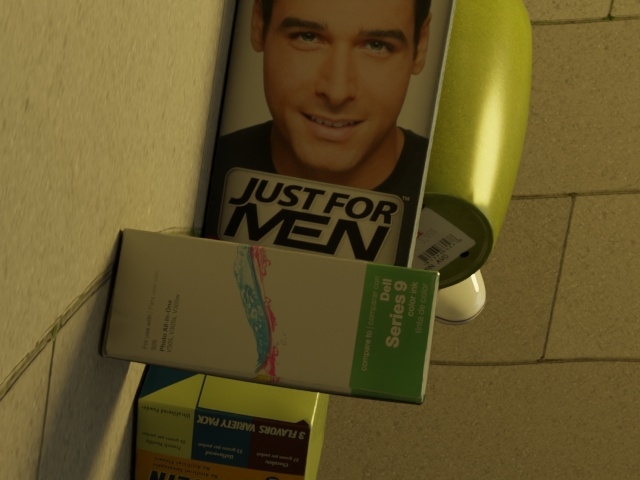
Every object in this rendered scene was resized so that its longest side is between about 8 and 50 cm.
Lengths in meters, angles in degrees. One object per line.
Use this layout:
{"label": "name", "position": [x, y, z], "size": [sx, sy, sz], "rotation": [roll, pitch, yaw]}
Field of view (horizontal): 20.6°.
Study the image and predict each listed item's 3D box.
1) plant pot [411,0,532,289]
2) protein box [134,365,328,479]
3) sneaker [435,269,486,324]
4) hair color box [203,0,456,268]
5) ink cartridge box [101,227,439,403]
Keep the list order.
{"label": "plant pot", "position": [0.095, -0.100, 1.772], "size": [0.293, 0.275, 0.275], "rotation": [-94, -173, -45]}
{"label": "protein box", "position": [-0.068, 0.151, 1.451], "size": [0.200, 0.136, 0.201], "rotation": [-77, 175, -53]}
{"label": "sneaker", "position": [0.098, -0.023, 2.053], "size": [0.102, 0.282, 0.161], "rotation": [-37, 176, -8]}
{"label": "hair color box", "position": [0.009, -0.108, 1.563], "size": [0.113, 0.185, 0.374], "rotation": [-58, 157, -79]}
{"label": "ink cartridge box", "position": [-0.029, 0.054, 1.201], "size": [0.154, 0.212, 0.093], "rotation": [57, 39, -84]}
